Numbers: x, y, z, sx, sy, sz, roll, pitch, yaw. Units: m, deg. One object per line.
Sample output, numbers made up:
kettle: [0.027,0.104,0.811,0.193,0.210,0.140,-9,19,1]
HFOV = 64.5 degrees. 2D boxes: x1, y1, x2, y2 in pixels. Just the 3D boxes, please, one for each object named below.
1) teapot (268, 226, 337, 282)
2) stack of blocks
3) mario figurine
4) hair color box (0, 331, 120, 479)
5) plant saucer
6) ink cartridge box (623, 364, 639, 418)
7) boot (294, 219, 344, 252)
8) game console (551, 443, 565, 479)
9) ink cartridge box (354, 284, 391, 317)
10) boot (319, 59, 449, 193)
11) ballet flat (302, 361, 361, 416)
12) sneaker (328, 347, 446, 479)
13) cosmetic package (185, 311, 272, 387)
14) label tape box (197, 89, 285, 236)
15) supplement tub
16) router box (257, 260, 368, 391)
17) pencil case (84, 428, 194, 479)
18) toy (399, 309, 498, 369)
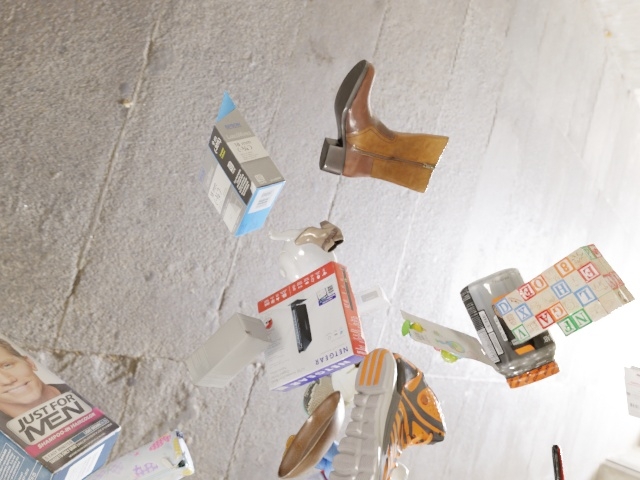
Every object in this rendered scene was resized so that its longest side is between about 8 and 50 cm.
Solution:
teapot: [-0.067,0.088,1.913,0.187,0.256,0.253,-30,148,-24]
stack of blocks: [0.636,0.163,1.348,0.087,0.297,0.171,-7,61,-41]
mario figurine: [0.073,0.560,1.185,0.320,0.198,0.170,31,72,-21]
hair color box: [-0.568,0.318,0.935,0.105,0.347,0.174,-61,169,13]
plant saucer: [-0.010,0.386,0.994,0.036,0.198,0.199,38,63,-1]
ink cartridge box: [0.925,0.423,1.428,0.060,0.104,0.180,-33,115,-33]
boot: [0.000,0.000,1.306,0.118,0.087,0.042,-36,144,0]
game console: [0.351,0.399,0.823,0.144,0.085,0.124,48,41,-56]
ink cartridge box: [0.142,0.220,1.737,0.224,0.180,0.056,38,31,-72]
boot: [0.164,-0.241,1.127,0.280,0.096,0.264,8,115,-16]
ballet flat: [0.126,0.496,1.850,0.482,0.182,0.164,-8,65,-56]
sneaker: [0.134,0.369,0.902,0.180,0.124,0.321,31,65,-25]
cosmetic package: [-0.277,0.336,1.541,0.238,0.107,0.127,-44,143,10]
label tape box: [-0.256,-0.214,1.433,0.105,0.241,0.334,-22,70,-35]
supplement tub: [0.594,0.272,1.587,0.207,0.207,0.338,-2,64,-48]
router box: [-0.035,0.270,1.572,0.082,0.335,0.301,24,44,-47]
pencil case: [-0.446,0.575,1.233,0.273,0.124,0.114,-23,112,-14]
toy: [0.302,0.257,1.247,0.237,0.137,0.056,24,108,-15]
